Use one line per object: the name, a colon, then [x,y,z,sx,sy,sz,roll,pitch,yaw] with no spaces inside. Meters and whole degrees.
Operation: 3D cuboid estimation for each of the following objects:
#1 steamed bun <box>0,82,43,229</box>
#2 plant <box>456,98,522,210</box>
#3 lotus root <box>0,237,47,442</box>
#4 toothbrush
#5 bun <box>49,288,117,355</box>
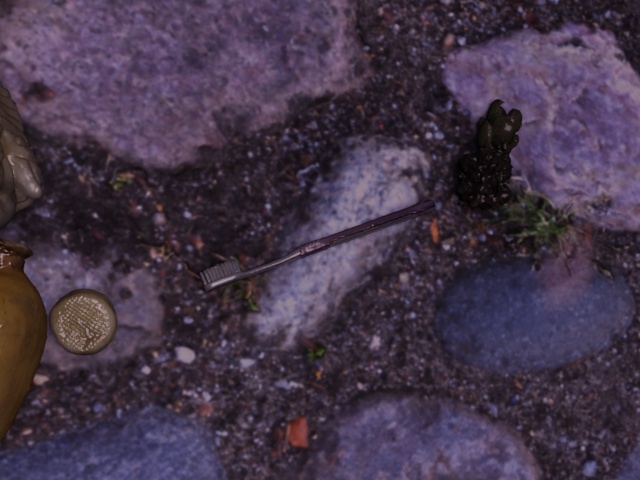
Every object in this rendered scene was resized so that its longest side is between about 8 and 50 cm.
steamed bun: [-0.490,-0.126,1.397,0.219,0.310,0.324,-30,96,11]
plant: [0.245,-0.122,1.742,0.085,0.087,0.174,16,74,8]
lotus root: [-0.403,0.144,1.456,0.130,0.146,0.303,18,83,-10]
toothbrush: [0.000,0.000,1.672,0.353,0.024,0.029,-19,83,-19]
bun: [-0.297,0.103,1.545,0.086,0.055,0.086,0,88,-5]
